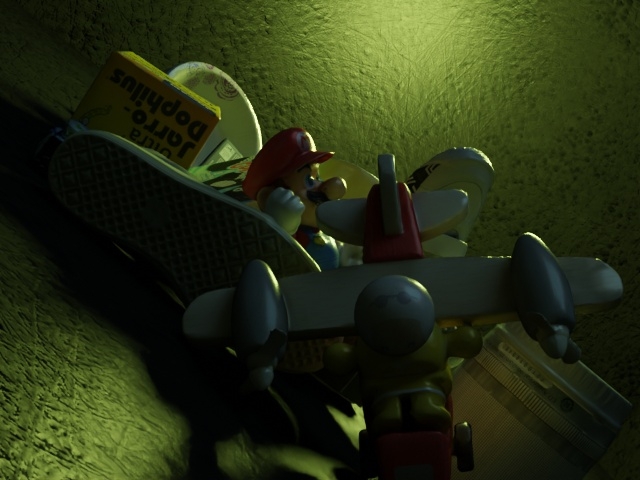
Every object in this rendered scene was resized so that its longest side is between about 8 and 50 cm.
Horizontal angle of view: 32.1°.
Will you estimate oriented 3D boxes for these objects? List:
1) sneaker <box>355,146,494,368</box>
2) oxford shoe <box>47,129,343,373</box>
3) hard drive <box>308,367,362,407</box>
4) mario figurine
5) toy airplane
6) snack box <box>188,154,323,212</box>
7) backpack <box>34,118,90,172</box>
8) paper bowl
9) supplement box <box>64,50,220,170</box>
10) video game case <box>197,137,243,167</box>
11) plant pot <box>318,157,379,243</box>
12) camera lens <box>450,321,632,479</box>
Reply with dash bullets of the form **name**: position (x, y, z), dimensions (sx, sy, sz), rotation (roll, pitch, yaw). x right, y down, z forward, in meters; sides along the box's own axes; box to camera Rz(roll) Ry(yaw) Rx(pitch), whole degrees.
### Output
- **sneaker**: position (0.160, 0.055, 1.606), dimensions (0.137, 0.366, 0.210), rotation (18, 28, -30)
- **oxford shoe**: position (-0.153, 0.007, 1.456), dimensions (0.449, 0.169, 0.130), rotation (35, 2, 6)
- **hard drive**: position (-0.071, 0.109, 1.729), dimensions (0.339, 0.064, 0.237), rotation (37, 5, -20)
- **mario figurine**: position (0.000, 0.000, 1.538), dimensions (0.198, 0.170, 0.320), rotation (-169, -114, -75)
- **toy airplane**: position (0.091, 0.077, 1.265), dimensions (0.384, 0.386, 0.272), rotation (40, -7, 14)
- **snack box**: position (-0.105, -0.077, 1.774), dimensions (0.322, 0.187, 0.060), rotation (-130, -150, -71)
- **backpack**: position (-0.348, -0.119, 1.582), dimensions (0.105, 0.084, 0.114), rotation (40, 1, -21)
- **paper bowl**: position (-0.264, -0.202, 2.213), dimensions (0.148, 0.284, 0.284), rotation (-14, -39, 41)
- **supplement box**: position (-0.295, -0.183, 1.836), dimensions (0.194, 0.195, 0.356), rotation (32, 5, -10)
- **video game case**: position (-0.134, -0.047, 2.119), dimensions (0.274, 0.026, 0.196), rotation (51, 34, -13)
- **plant pot**: position (0.012, -0.001, 1.932), dimensions (0.254, 0.239, 0.254), rotation (30, -17, 10)
- **camera lens**: position (0.250, 0.259, 1.485), dimensions (0.219, 0.274, 0.219), rotation (39, 4, -4)
